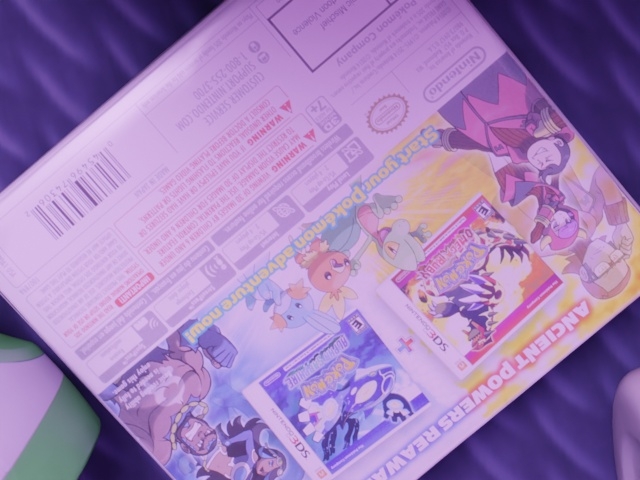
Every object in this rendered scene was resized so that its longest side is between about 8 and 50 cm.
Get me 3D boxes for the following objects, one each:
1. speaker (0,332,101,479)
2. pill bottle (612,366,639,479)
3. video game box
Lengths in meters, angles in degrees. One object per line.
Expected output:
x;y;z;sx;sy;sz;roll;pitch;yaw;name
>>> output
-0.227;0.021;0.583;0.296;0.131;0.131;37;96;-10;speaker
0.229;0.085;0.631;0.216;0.121;0.121;-13;101;-2;pill bottle
0.000;0.000;0.637;0.205;0.048;0.187;-40;99;4;video game box
